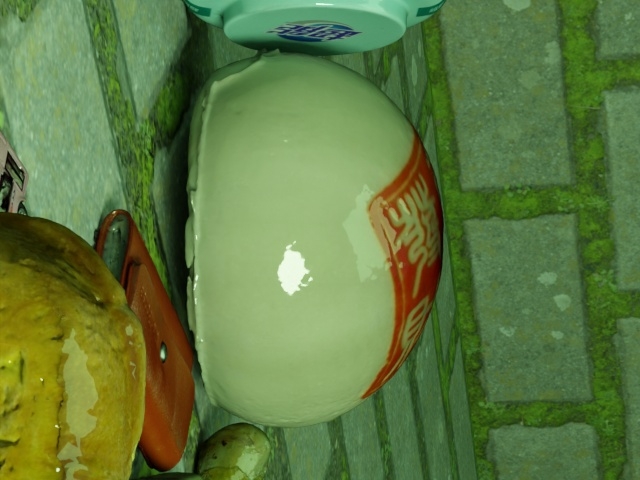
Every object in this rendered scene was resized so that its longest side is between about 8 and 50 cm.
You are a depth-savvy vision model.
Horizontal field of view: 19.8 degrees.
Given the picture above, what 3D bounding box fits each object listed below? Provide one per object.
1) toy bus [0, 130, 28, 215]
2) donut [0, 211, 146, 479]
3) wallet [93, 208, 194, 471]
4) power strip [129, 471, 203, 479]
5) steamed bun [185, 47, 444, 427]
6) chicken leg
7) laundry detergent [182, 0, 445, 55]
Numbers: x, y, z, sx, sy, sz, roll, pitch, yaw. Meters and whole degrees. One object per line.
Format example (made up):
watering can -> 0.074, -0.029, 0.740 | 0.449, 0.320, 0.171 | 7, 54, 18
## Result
toy bus -> -0.237, 0.016, 1.180 | 0.090, 0.063, 0.203 | 65, 23, -53
donut -> -0.201, 0.090, 0.976 | 0.114, 0.226, 0.226 | 8, 80, -79
wallet -> -0.153, 0.089, 1.589 | 0.204, 0.045, 0.142 | 73, 18, -50
power strip -> -0.163, 0.243, 1.488 | 0.387, 0.066, 0.092 | 23, 67, -79
steamed bun -> 0.000, 0.000, 1.801 | 0.374, 0.241, 0.374 | 1, 90, -87
chicken leg -> -0.097, 0.258, 1.791 | 0.093, 0.070, 0.178 | 84, 18, -46
laundry detergent -> -0.006, -0.349, 1.784 | 0.287, 0.287, 0.305 | 37, 51, -75
